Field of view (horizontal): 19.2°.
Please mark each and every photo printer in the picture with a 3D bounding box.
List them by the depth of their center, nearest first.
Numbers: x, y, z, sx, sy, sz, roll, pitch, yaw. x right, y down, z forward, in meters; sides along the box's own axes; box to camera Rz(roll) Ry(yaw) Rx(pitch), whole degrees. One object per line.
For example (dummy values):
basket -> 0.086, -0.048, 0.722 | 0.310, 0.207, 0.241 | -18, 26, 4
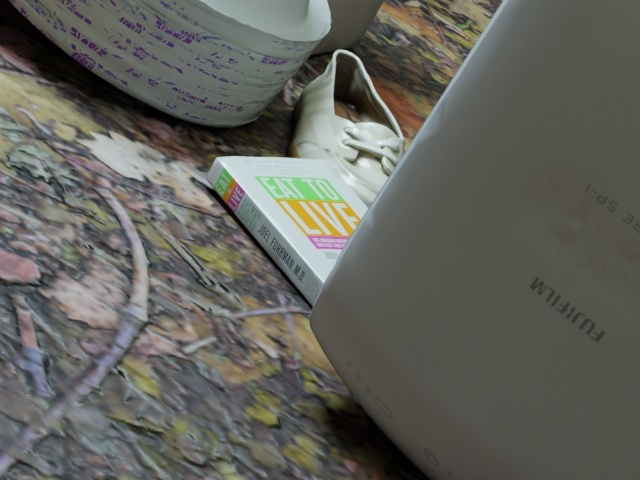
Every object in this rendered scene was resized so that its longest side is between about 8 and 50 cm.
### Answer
photo printer -> 0.151, 0.015, 0.972 | 0.256, 0.307, 0.107 | 40, 23, 16

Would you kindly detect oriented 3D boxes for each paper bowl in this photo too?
paper bowl -> -0.112, -0.227, 1.345 | 0.284, 0.148, 0.284 | 34, 24, -18

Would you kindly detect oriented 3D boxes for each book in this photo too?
book -> 0.000, 0.000, 1.207 | 0.096, 0.035, 0.144 | 4, 34, -44

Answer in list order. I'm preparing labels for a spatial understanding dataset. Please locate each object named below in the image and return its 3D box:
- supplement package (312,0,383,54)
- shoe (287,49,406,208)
supplement package -> -0.059, -0.308, 1.597 | 0.262, 0.198, 0.199 | 35, 20, 13
shoe -> 0.019, -0.077, 1.365 | 0.076, 0.058, 0.219 | 24, 21, -18
